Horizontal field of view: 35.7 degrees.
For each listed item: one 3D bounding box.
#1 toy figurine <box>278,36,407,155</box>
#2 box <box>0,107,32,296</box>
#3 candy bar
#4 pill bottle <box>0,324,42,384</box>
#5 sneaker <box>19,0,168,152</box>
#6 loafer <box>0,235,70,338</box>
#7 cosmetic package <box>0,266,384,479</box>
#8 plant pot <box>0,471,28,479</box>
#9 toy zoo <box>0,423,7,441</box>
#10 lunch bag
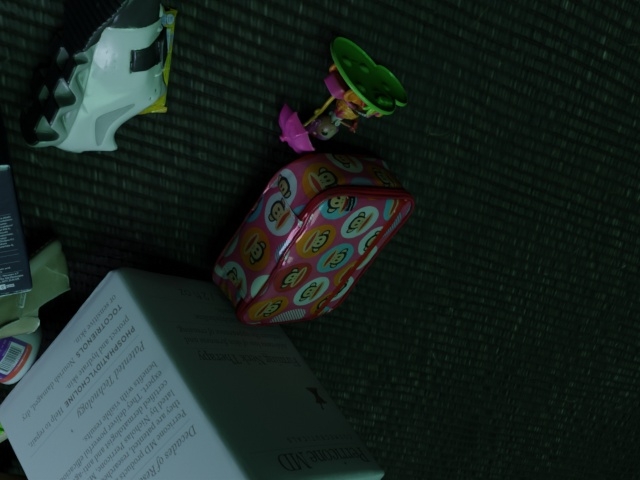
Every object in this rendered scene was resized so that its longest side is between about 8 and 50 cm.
[{"bbox_3d":[0.017,-0.186,1.417,0.159,0.130,0.173,-36,159,27],"label":"toy figurine"},{"bbox_3d":[-0.446,-0.048,1.283,0.108,0.153,0.207,-10,132,-16],"label":"box"},{"bbox_3d":[-0.215,-0.235,1.315,0.040,0.018,0.161,-5,129,-24],"label":"candy bar"},{"bbox_3d":[-0.512,0.128,1.436,0.108,0.108,0.193,-44,131,16],"label":"pill bottle"},{"bbox_3d":[-0.243,-0.246,1.239,0.146,0.122,0.330,10,129,-40],"label":"sneaker"},{"bbox_3d":[-0.437,0.101,1.362,0.268,0.102,0.092,-47,115,-34],"label":"loafer"},{"bbox_3d":[-0.193,0.300,1.466,0.327,0.393,0.329,-48,151,18],"label":"cosmetic package"},{"bbox_3d":[-0.613,0.454,1.566,0.254,0.237,0.237,27,114,-30],"label":"plant pot"},{"bbox_3d":[-0.635,0.280,1.520,0.192,0.030,0.293,-32,141,19],"label":"toy zoo"},{"bbox_3d":[0.000,0.000,1.520,0.258,0.120,0.293,-1,137,-46],"label":"lunch bag"}]
